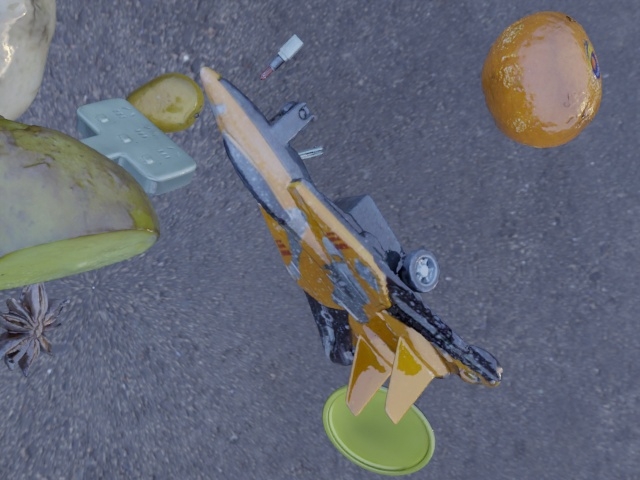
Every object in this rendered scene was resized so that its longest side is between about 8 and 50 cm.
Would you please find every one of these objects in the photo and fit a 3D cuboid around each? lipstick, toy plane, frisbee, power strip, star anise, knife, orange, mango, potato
[{"bbox_3d":[-0.077,-0.343,1.418,0.107,0.025,0.025,-45,95,7],"label":"lipstick"},{"bbox_3d":[0.008,-0.007,0.599,0.103,0.204,0.316,-38,108,-32],"label":"toy plane"},{"bbox_3d":[0.114,0.376,1.492,0.236,0.236,0.017,48,36,-9],"label":"frisbee"},{"bbox_3d":[-0.398,-0.184,1.500,0.265,0.059,0.193,40,42,21],"label":"power strip"},{"bbox_3d":[-0.552,0.160,1.400,0.065,0.182,0.195,17,89,18],"label":"star anise"},{"bbox_3d":[-0.061,-0.194,1.744,0.162,0.044,0.023,-19,103,-31],"label":"knife"},{"bbox_3d":[0.223,-0.160,0.764,0.135,0.117,0.136,37,40,-40],"label":"orange"},{"bbox_3d":[-0.369,-0.322,1.762,0.195,0.098,0.137,-2,98,12],"label":"mango"},{"bbox_3d":[-0.306,-0.035,0.730,0.298,0.141,0.176,7,73,-10],"label":"potato"}]

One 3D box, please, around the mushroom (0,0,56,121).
[{"bbox_3d":[-0.474,-0.252,0.838,0.314,0.336,0.315,0,96,2],"label":"mushroom"}]
